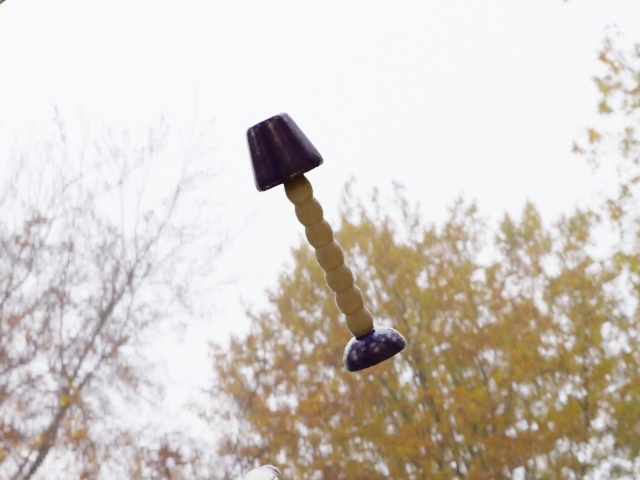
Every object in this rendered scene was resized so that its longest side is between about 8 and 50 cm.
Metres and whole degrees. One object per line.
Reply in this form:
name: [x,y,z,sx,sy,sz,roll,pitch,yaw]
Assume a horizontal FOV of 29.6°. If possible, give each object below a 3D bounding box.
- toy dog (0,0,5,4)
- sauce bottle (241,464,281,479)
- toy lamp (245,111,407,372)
toy dog: [-0.402,-0.295,0.773,0.395,0.408,0.284,-37,-28,26]
sauce bottle: [-0.055,0.232,1.115,0.042,0.128,0.042,0,-92,5]
toy lamp: [0.000,0.000,1.253,0.080,0.080,0.274,-24,-86,7]
